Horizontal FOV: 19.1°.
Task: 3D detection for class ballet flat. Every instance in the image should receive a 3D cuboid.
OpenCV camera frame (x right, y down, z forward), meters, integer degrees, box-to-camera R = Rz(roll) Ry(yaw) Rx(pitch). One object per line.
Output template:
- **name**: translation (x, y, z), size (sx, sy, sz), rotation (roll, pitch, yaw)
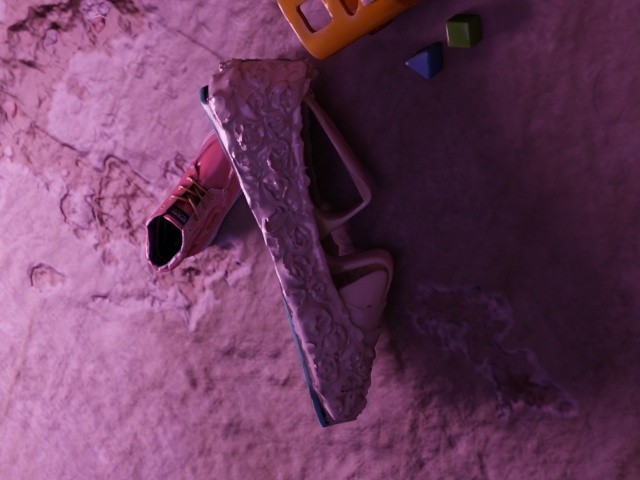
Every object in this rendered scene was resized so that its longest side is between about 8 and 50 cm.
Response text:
- **ballet flat**: translation (0.000, 0.000, 1.940), size (0.147, 0.147, 0.409), rotation (-10, 108, 33)

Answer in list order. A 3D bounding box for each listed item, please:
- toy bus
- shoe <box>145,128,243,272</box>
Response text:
- **toy bus**: translation (0.055, -0.252, 1.795), size (0.191, 0.104, 0.202), rotation (19, 122, 20)
- **shoe**: translation (-0.129, -0.043, 2.015), size (0.063, 0.081, 0.178), rotation (35, 125, 10)
